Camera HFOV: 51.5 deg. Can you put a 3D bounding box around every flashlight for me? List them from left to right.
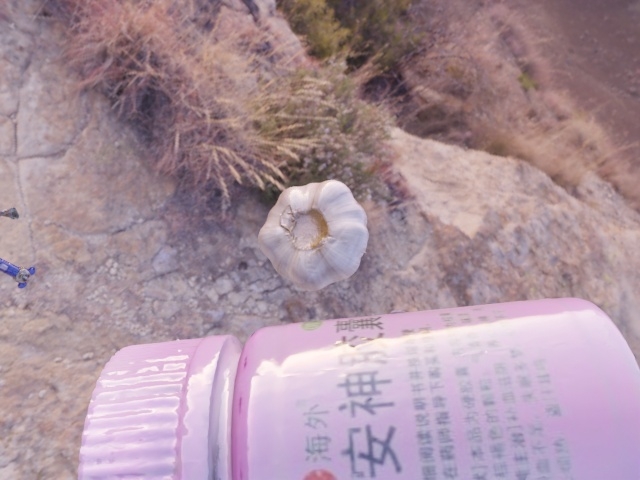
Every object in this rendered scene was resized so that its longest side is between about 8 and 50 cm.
[{"bbox_3d":[-0.693,0.065,1.484,0.057,0.035,0.121,-59,145,-11],"label":"flashlight"}]

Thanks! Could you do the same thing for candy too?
[{"bbox_3d":[-0.704,-0.054,1.350,0.182,0.053,0.046,-6,105,-47],"label":"candy"}]

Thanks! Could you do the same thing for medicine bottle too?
[{"bbox_3d":[0.027,0.133,0.397,0.178,0.290,0.178,-5,90,-86],"label":"medicine bottle"}]

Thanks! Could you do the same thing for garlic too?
[{"bbox_3d":[0.000,0.000,1.221,0.226,0.199,0.199,34,34,-74],"label":"garlic"}]
